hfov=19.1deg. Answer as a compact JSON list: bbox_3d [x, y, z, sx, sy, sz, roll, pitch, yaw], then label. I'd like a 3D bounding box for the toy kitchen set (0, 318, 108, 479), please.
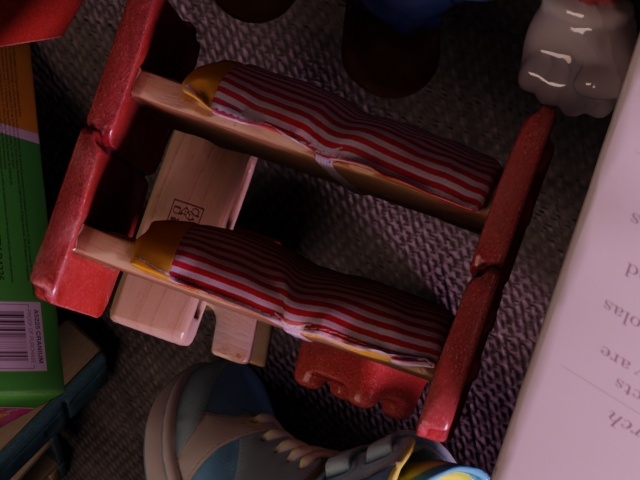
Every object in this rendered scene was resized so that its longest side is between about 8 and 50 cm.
[{"bbox_3d":[-0.165,0.181,1.415,0.166,0.122,0.207,40,163,10],"label":"toy kitchen set"}]

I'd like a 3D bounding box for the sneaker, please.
[{"bbox_3d":[0.007,0.153,1.148,0.208,0.319,0.127,-36,126,18],"label":"sneaker"}]

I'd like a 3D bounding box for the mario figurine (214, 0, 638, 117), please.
[{"bbox_3d":[0.067,-0.134,0.808,0.320,0.198,0.170,-25,80,57],"label":"mario figurine"}]

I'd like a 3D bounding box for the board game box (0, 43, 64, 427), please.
[{"bbox_3d":[-0.280,0.026,1.297,0.316,0.064,0.242,-29,64,53],"label":"board game box"}]

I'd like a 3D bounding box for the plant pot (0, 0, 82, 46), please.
[{"bbox_3d":[-0.206,-0.261,0.893,0.267,0.267,0.236,43,111,7],"label":"plant pot"}]

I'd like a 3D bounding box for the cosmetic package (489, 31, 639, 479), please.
[{"bbox_3d":[0.204,0.030,0.784,0.161,0.230,0.453,33,141,19],"label":"cosmetic package"}]

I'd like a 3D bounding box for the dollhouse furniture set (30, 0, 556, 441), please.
[{"bbox_3d":[0.000,0.000,0.992,0.201,0.152,0.374,19,176,6],"label":"dollhouse furniture set"}]
